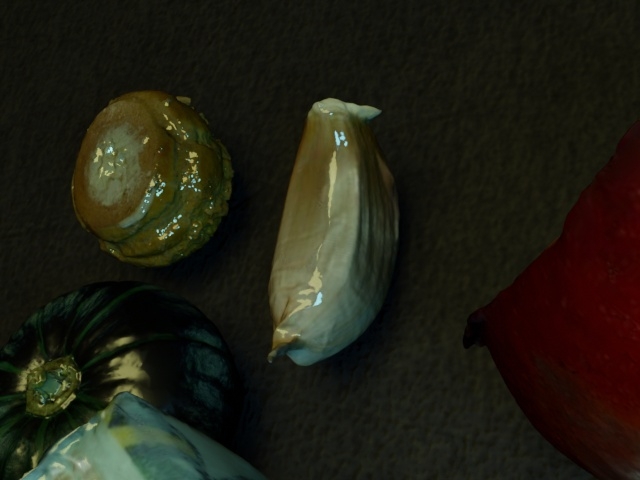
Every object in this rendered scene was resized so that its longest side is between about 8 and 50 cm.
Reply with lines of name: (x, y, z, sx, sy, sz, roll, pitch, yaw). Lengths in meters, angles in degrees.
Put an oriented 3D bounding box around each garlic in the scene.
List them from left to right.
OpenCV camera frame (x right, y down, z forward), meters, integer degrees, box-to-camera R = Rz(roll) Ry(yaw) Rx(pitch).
garlic: (-0.001, 0.012, 0.767, 0.090, 0.128, 0.198, 11, 66, 16)

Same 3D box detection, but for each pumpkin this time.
pumpkin: (-0.153, 0.121, 0.784, 0.202, 0.140, 0.202, -13, 56, 20)

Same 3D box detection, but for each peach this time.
peach: (0.224, 0.013, 0.535, 0.201, 0.362, 0.257, 43, 72, 15)

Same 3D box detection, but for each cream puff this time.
cream puff: (-0.128, -0.044, 0.882, 0.126, 0.103, 0.144, -32, 53, 26)

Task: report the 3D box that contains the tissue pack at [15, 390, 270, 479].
tissue pack: (-0.015, 0.245, 0.588, 0.128, 0.228, 0.311, -45, 52, -2)
